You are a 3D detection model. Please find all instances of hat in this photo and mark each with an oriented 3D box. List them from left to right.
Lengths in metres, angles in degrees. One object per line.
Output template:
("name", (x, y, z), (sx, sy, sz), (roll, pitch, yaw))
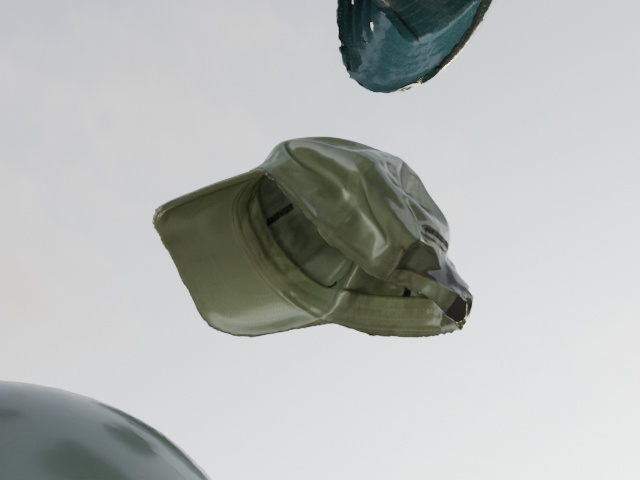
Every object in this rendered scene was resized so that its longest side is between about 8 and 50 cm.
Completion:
("hat", (-0.006, 0.004, 0.745), (0.166, 0.081, 0.122), (-16, -66, 23))
("hat", (0.053, -0.169, 0.703), (0.078, 0.191, 0.138), (34, -32, -20))

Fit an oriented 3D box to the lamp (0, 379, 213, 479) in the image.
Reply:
("lamp", (-0.067, 0.142, 0.339), (0.243, 0.198, 0.198), (23, -48, -4))
